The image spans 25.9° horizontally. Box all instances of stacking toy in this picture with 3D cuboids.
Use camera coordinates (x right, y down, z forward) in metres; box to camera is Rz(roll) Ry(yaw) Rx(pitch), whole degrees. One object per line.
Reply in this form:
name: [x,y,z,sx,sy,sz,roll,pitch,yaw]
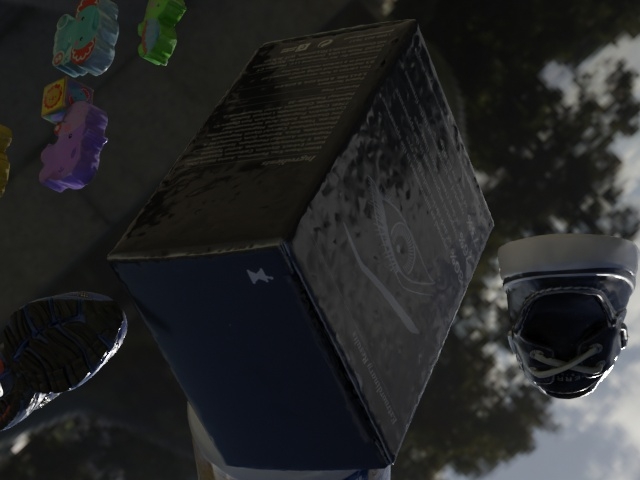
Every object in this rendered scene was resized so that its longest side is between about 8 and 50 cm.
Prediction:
stacking toy: [-0.147,-0.095,0.860,0.052,0.221,0.167,-20,150,35]

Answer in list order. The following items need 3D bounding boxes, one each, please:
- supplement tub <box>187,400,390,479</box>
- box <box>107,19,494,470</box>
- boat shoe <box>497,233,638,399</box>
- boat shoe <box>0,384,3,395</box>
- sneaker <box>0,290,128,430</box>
supplement tub: [-0.020,0.145,1.007,0.144,0.144,0.200,-41,149,-30]
box: [0.000,0.000,0.762,0.108,0.153,0.207,-5,-145,30]
boat shoe: [0.198,0.070,1.123,0.108,0.102,0.301,-1,164,6]
boat shoe: [-0.297,0.022,0.858,0.079,0.254,0.095,-35,165,-23]
sneaker: [-0.228,0.092,1.201,0.087,0.083,0.221,-30,-179,-44]
